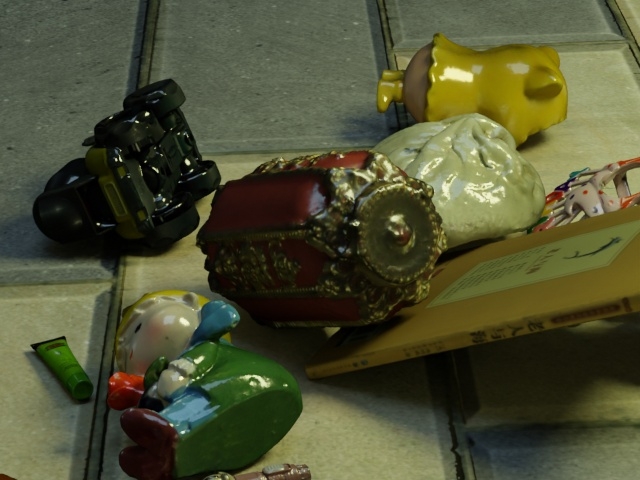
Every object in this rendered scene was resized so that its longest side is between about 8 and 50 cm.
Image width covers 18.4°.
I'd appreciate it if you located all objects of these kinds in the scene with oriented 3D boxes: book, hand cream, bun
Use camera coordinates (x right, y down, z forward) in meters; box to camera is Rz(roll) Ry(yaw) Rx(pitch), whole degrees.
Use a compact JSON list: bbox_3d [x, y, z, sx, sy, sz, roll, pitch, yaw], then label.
[{"bbox_3d":[0.197,0.038,1.890,0.389,0.032,0.269,-14,15,38],"label":"book"},{"bbox_3d":[-0.249,0.121,1.927,0.036,0.023,0.122,-15,25,-19],"label":"hand cream"},{"bbox_3d":[0.133,-0.064,2.123,0.231,0.133,0.231,-9,10,2],"label":"bun"}]

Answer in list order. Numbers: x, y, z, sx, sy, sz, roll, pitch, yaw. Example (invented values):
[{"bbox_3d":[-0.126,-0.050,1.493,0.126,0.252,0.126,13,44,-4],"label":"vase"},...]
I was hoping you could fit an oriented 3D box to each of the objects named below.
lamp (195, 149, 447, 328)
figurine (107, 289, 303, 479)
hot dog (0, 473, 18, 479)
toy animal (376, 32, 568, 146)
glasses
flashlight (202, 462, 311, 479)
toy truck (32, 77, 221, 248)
[{"bbox_3d":[0.000,0.000,1.934,0.177,0.177,0.274,-21,8,-35],"label":"lamp"},{"bbox_3d":[-0.143,0.126,1.817,0.185,0.127,0.234,-26,45,-27],"label":"figurine"},{"bbox_3d":[-0.257,0.255,1.559,0.146,0.103,0.213,-6,27,-9],"label":"hot dog"},{"bbox_3d":[0.184,-0.185,2.401,0.229,0.156,0.156,-2,26,7],"label":"toy animal"},{"bbox_3d":[0.301,0.005,2.087,0.162,0.095,0.255,-18,32,14],"label":"glasses"},{"bbox_3d":[-0.061,0.211,1.717,0.110,0.031,0.052,-11,27,-17],"label":"flashlight"},{"bbox_3d":[-0.221,-0.076,2.220,0.165,0.147,0.224,-18,18,19],"label":"toy truck"}]
